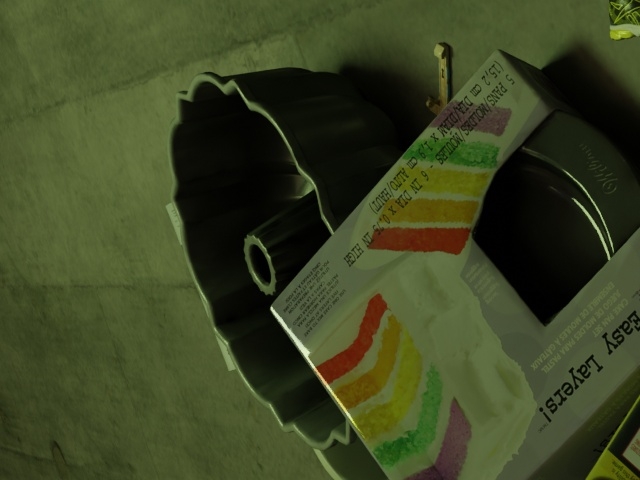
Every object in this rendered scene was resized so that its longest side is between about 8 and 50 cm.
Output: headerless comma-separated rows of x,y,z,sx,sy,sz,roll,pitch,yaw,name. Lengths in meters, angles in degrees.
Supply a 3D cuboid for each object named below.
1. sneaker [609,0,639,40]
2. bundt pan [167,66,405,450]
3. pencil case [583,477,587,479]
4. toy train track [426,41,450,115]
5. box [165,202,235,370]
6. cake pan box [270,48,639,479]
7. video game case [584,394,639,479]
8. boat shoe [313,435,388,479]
0.198,-0.143,1.130,0.083,0.031,0.035,-5,104,65,sneaker
0.000,0.000,1.546,0.331,0.124,0.331,45,147,41,bundt pan
0.204,0.232,1.314,0.113,0.124,0.273,-135,30,-75,pencil case
0.090,-0.110,1.404,0.048,0.014,0.083,40,142,47,toy train track
-0.087,0.034,1.859,0.145,0.038,0.186,-21,91,66,box
0.121,0.041,1.235,0.267,0.070,0.246,-47,58,18,cake pan box
0.244,0.212,1.044,0.275,0.035,0.248,43,108,44,video game case
0.005,0.140,1.717,0.081,0.079,0.227,100,148,-60,boat shoe
